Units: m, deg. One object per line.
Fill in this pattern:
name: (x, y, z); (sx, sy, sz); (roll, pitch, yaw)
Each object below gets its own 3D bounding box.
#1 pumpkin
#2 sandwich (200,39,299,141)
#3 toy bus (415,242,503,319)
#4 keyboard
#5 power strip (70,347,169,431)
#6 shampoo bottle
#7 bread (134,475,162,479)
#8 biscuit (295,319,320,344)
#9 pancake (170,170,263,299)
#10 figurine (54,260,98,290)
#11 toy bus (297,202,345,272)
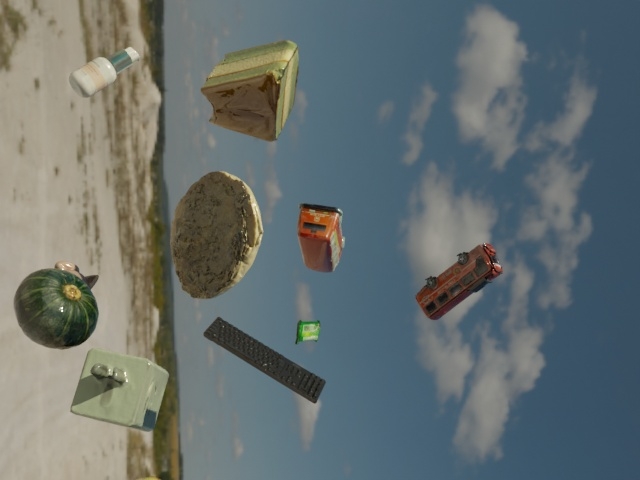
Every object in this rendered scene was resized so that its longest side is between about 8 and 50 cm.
pumpkin: (-0.508, 0.132, 1.345); (0.125, 0.167, 0.167); (-52, -147, 30)
sandwich: (-0.168, -0.375, 1.646); (0.227, 0.199, 0.155); (103, 7, -55)
toy bus: (0.346, 0.103, 1.749); (0.235, 0.074, 0.096); (-40, -119, 26)
keyboard: (-0.086, 0.186, 1.099); (0.013, 0.205, 0.061); (-61, 177, 24)
power strip: (-0.416, 0.306, 1.433); (0.224, 0.139, 0.140); (84, 19, -71)
shampoo bottle: (-0.557, -0.444, 1.813); (0.074, 0.192, 0.074); (39, -25, 23)
bread: (-0.363, 0.639, 1.661); (0.069, 0.236, 0.236); (-62, -172, -12)
biscuit: (-0.025, 0.174, 1.340); (0.089, 0.016, 0.046); (10, 86, -61)
pancake: (-0.235, -0.010, 1.515); (0.283, 0.049, 0.282); (-4, -97, 34)
figurine: (-0.600, 0.117, 1.627); (0.138, 0.125, 0.125); (-63, 165, -53)
toy bus: (0.000, 0.000, 1.945); (0.265, 0.122, 0.119); (81, 20, -64)
